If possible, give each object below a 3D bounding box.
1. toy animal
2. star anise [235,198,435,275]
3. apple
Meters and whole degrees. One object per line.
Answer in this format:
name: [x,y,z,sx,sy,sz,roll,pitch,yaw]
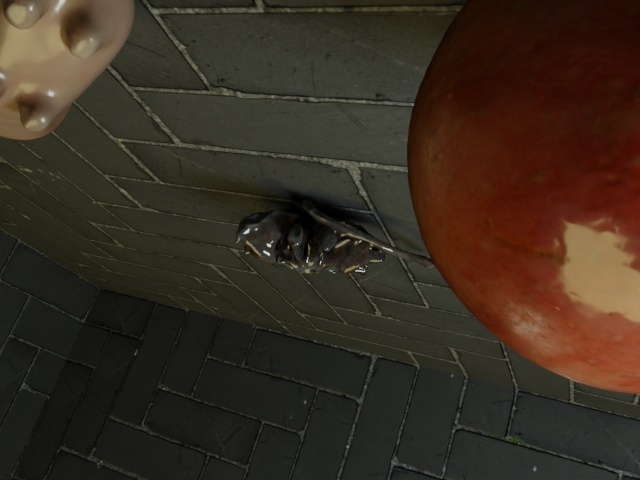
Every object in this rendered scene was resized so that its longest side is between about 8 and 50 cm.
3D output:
toy animal: [-0.356,-0.251,0.762,0.326,0.269,0.237,-34,132,26]
star anise: [0.000,0.000,1.236,0.359,0.139,0.315,14,174,-35]
apple: [0.239,-0.067,0.489,0.363,0.364,0.364,17,160,6]
